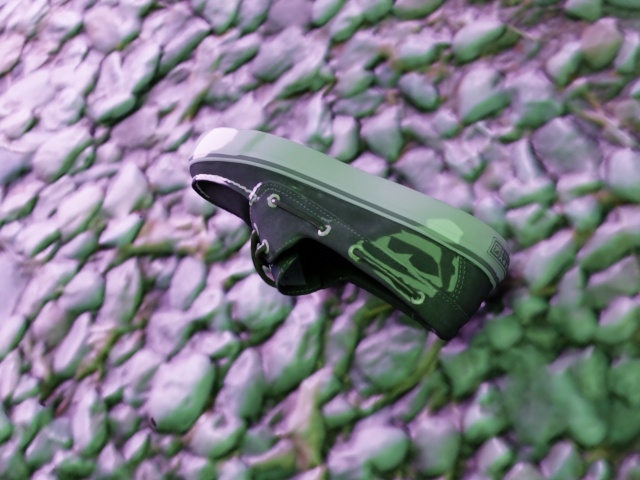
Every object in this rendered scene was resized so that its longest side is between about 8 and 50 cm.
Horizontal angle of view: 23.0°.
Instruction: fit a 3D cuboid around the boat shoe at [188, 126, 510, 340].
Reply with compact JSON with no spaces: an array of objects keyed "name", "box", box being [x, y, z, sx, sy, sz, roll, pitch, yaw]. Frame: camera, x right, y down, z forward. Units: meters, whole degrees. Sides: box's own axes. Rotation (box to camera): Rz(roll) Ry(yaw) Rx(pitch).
[{"name":"boat shoe","box":[0.000,0.000,0.909,0.228,0.080,0.076,22,72,32]}]
